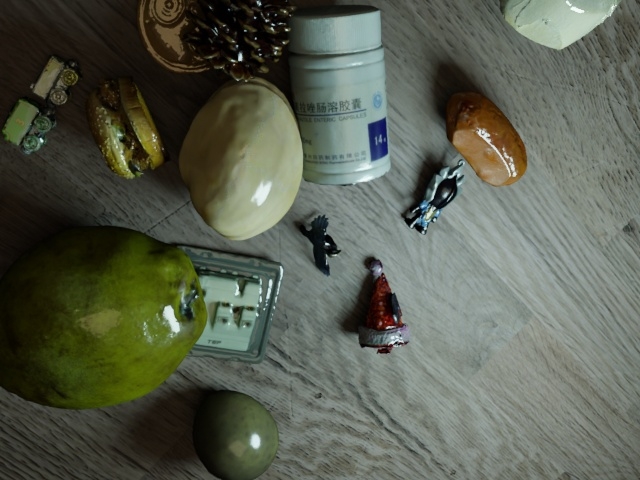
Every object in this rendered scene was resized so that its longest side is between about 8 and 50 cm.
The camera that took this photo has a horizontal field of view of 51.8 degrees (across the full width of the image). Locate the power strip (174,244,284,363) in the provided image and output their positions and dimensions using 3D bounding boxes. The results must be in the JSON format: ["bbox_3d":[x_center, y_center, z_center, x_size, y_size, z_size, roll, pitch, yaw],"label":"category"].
[{"bbox_3d":[-0.223,0.155,1.456,0.257,0.092,0.251,10,109,-15],"label":"power strip"}]

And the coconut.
[{"bbox_3d":[0.481,-0.520,1.344,0.245,0.247,0.245,7,67,-17],"label":"coconut"}]

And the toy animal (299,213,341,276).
[{"bbox_3d":[0.000,0.000,1.461,0.062,0.108,0.220,-19,148,-13],"label":"toy animal"}]

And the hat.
[{"bbox_3d":[0.150,0.156,1.571,0.140,0.129,0.227,-11,97,-56],"label":"hat"}]

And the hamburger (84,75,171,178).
[{"bbox_3d":[-0.368,-0.216,1.234,0.118,0.182,0.191,-23,130,-12],"label":"hamburger"}]

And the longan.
[{"bbox_3d":[-0.196,0.451,1.515,0.196,0.196,0.220,-33,111,-3],"label":"longan"}]

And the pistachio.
[{"bbox_3d":[-0.155,-0.153,1.288,0.238,0.229,0.321,4,111,-11],"label":"pistachio"}]

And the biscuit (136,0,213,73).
[{"bbox_3d":[-0.224,-0.455,1.270,0.288,0.044,0.202,-44,114,4],"label":"biscuit"}]

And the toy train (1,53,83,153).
[{"bbox_3d":[-0.524,-0.260,1.241,0.081,0.060,0.202,30,97,-17],"label":"toy train"}]

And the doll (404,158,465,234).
[{"bbox_3d":[0.273,-0.103,1.521,0.096,0.070,0.195,23,109,-34],"label":"doll"}]

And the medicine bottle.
[{"bbox_3d":[0.037,-0.294,1.318,0.190,0.190,0.332,-11,112,-12],"label":"medicine bottle"}]

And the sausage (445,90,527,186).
[{"bbox_3d":[0.372,-0.227,1.474,0.133,0.133,0.258,-45,116,3],"label":"sausage"}]

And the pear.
[{"bbox_3d":[-0.428,0.141,1.264,0.413,0.352,0.352,-17,113,-3],"label":"pear"}]

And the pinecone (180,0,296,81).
[{"bbox_3d":[-0.141,-0.399,1.196,0.185,0.168,0.212,34,90,5],"label":"pinecone"}]
